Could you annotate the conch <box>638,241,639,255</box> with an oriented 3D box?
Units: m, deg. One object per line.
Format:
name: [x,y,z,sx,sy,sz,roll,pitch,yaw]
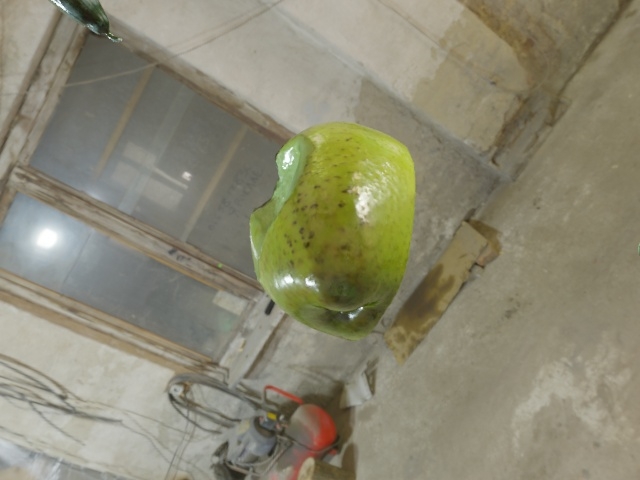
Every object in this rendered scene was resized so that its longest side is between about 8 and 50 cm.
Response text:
conch: [0.484,0.056,0.522,0.137,0.143,0.251,116,151,-58]

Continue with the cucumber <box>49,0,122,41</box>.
cucumber: [-0.388,-0.375,0.616,0.056,0.250,0.056,-36,32,27]

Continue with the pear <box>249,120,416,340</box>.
pear: [0.000,0.000,0.548,0.292,0.159,0.293,-163,90,-74]
